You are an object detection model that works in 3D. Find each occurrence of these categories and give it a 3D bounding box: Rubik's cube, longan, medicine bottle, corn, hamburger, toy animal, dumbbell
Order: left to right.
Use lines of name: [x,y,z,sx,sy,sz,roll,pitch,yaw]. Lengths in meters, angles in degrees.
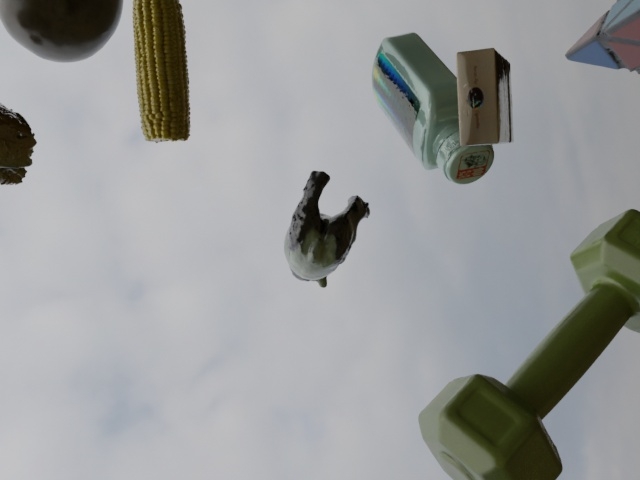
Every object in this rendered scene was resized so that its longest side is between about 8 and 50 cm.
hamburger: [-0.629,-0.191,1.113,0.132,0.309,0.211,-67,-20,5]
longan: [-0.493,-0.469,1.324,0.248,0.248,0.248,22,-117,-52]
corn: [-0.242,-0.269,1.059,0.081,0.081,0.248,-3,-92,-57]
toy animal: [0.000,0.000,0.929,0.225,0.094,0.121,123,168,-77]
medicine bottle: [0.142,-0.164,0.895,0.121,0.083,0.229,88,164,-45]
dumbbell: [0.221,0.102,0.625,0.302,0.121,0.108,-41,-34,-18]
Rubik's cube: [0.419,-0.287,0.844,0.234,0.250,0.284,-17,-84,-67]

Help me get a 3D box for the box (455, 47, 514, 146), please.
box: [0.100,-0.084,0.418,0.083,0.024,0.053,-22,-71,-65]
